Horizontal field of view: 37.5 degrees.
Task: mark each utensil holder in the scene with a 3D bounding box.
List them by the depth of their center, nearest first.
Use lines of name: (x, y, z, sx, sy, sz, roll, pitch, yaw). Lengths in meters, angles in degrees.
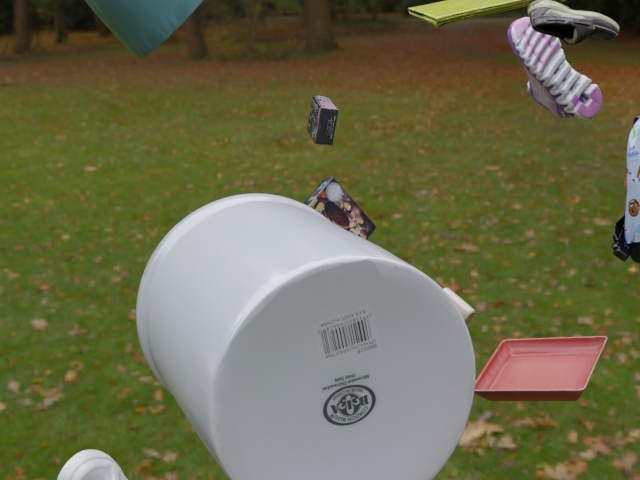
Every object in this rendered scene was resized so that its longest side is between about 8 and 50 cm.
utensil holder: (-0.033, 0.130, 1.160, 0.328, 0.327, 0.385, -7, 14, -19)

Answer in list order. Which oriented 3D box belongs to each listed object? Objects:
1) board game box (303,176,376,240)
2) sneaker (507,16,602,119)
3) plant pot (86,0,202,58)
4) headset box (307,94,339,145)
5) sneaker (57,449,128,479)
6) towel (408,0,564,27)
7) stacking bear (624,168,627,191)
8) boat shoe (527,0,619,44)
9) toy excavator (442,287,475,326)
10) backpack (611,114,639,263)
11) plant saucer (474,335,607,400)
board game box: (0.000, 0.000, 2.126, 0.243, 0.165, 0.042, -51, 22, -23)
sneaker: (0.428, -0.318, 1.808, 0.095, 0.236, 0.104, -48, 14, -20)
plant pot: (-0.355, -0.545, 1.862, 0.235, 0.293, 0.293, 41, -3, -23)
headset box: (0.004, -0.194, 1.532, 0.032, 0.062, 0.083, 4, 23, -14)
sneaker: (-0.337, 0.476, 1.665, 0.169, 0.292, 0.108, 25, 68, 28)
towel: (0.269, -0.381, 1.521, 0.237, 0.021, 0.102, -15, 26, -16)
stacking bear: (0.756, -0.053, 2.009, 0.175, 0.289, 0.164, -5, -31, -41)
boat shoe: (0.384, -0.322, 1.437, 0.152, 0.049, 0.056, 11, -19, -13)
toy excavator: (0.111, 0.282, 1.837, 0.222, 0.445, 0.433, 42, 8, 19)
backpack: (0.619, -0.098, 1.537, 0.277, 0.263, 0.213, -1, -11, -29)
plant saucer: (0.507, 0.299, 2.160, 0.259, 0.047, 0.258, -7, 18, 31)
